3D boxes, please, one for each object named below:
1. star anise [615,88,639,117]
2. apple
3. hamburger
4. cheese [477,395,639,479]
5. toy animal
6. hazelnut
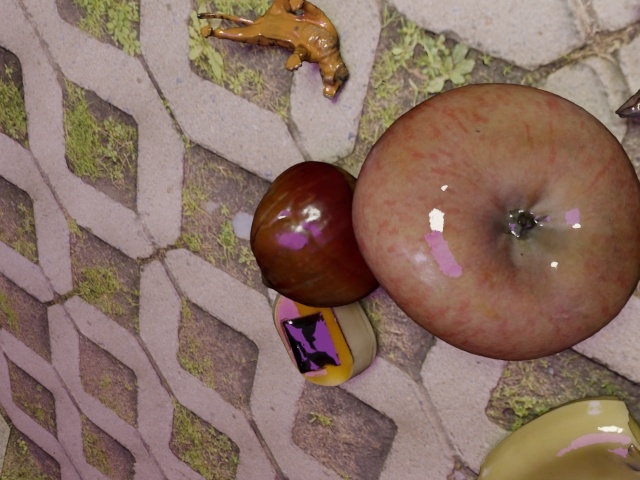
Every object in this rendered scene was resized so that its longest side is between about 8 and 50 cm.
[{"bbox_3d":[0.467,-0.186,0.504,0.332,0.118,0.331,8,107,29],"label":"star anise"},{"bbox_3d":[0.206,-0.017,0.607,0.345,0.269,0.344,4,108,13],"label":"apple"},{"bbox_3d":[0.003,0.155,0.922,0.173,0.116,0.210,-24,94,27],"label":"hamburger"},{"bbox_3d":[0.389,0.390,0.806,0.316,0.128,0.259,-41,81,30],"label":"cheese"},{"bbox_3d":[-0.073,-0.315,0.772,0.255,0.116,0.114,29,100,21],"label":"toy animal"},{"bbox_3d":[0.000,0.000,0.789,0.230,0.229,0.229,12,117,25],"label":"hazelnut"}]
